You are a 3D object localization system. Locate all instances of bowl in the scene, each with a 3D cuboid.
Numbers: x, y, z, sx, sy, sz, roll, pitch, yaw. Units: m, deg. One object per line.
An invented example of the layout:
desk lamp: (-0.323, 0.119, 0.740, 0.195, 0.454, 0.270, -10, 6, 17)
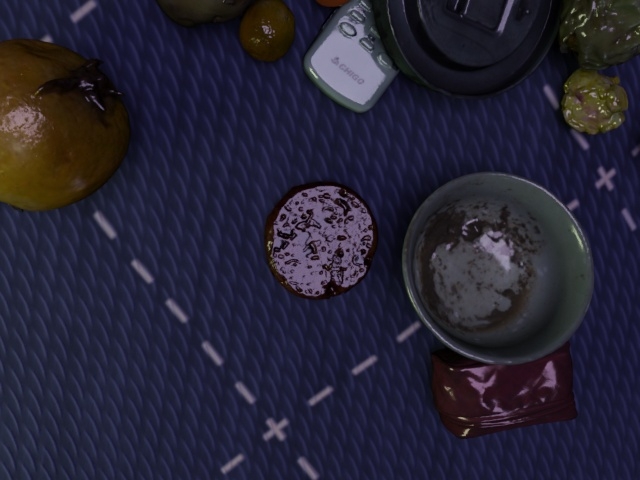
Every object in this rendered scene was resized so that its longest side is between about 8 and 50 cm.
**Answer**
bowl: (0.252, 0.051, 0.992, 0.289, 0.146, 0.289, 1, 77, -6)

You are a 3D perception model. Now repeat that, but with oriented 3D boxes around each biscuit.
biscuit: (0.000, 0.000, 1.023, 0.192, 0.049, 0.192, 0, 90, -9)

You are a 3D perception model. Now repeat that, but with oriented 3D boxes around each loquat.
loquat: (-0.378, -0.159, 0.871, 0.243, 0.244, 0.244, -1, 96, -6)

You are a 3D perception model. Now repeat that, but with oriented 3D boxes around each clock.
clock: (0.226, -0.372, 0.954, 0.318, 0.066, 0.319, -6, 107, -20)

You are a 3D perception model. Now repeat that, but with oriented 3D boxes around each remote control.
remote control: (0.099, -0.345, 0.991, 0.140, 0.056, 0.296, 37, 90, -8)

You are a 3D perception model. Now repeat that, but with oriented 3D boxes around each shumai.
shumai: (0.469, -0.380, 0.921, 0.189, 0.218, 0.256, 0, 95, -36)

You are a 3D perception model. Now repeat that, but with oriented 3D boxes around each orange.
orange: (-0.078, -0.318, 0.962, 0.085, 0.085, 0.095, 27, 81, -9)

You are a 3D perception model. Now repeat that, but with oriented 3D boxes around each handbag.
handbag: (0.293, 0.231, 1.031, 0.225, 0.146, 0.135, -10, 94, -7)

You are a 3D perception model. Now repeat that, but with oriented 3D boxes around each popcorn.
popcorn: (0.438, -0.225, 1.032, 0.109, 0.089, 0.097, 50, 125, 0)

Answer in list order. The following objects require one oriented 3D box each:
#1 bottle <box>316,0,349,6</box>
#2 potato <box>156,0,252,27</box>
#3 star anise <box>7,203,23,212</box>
bottle: (0.008, -0.447, 0.952, 0.069, 0.069, 0.187, -10, 78, -5)
potato: (-0.135, -0.421, 0.909, 0.165, 0.165, 0.262, 42, 88, -9)
star anise: (-0.504, -0.095, 0.958, 0.141, 0.042, 0.141, -1, 95, -7)
